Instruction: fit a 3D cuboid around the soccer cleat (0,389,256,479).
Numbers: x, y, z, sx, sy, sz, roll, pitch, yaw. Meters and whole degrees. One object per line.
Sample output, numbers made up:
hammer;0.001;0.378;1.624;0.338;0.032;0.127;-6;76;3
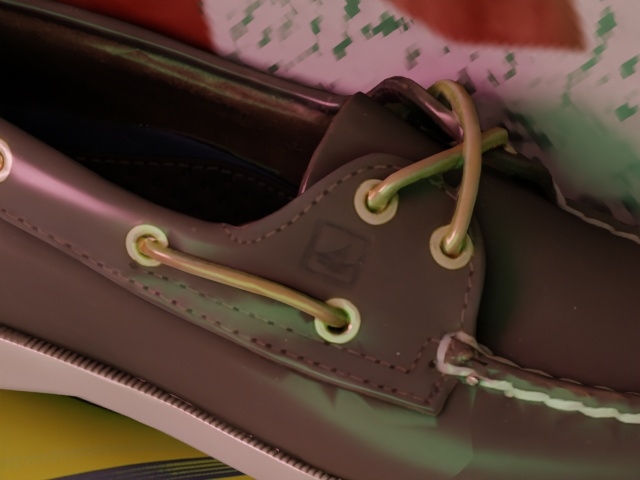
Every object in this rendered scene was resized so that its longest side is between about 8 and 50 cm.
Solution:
soccer cleat;-0.089;0.087;0.574;0.289;0.121;0.093;28;120;1

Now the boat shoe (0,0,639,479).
boat shoe;-0.002;0.002;0.515;0.305;0.109;0.091;15;124;13
